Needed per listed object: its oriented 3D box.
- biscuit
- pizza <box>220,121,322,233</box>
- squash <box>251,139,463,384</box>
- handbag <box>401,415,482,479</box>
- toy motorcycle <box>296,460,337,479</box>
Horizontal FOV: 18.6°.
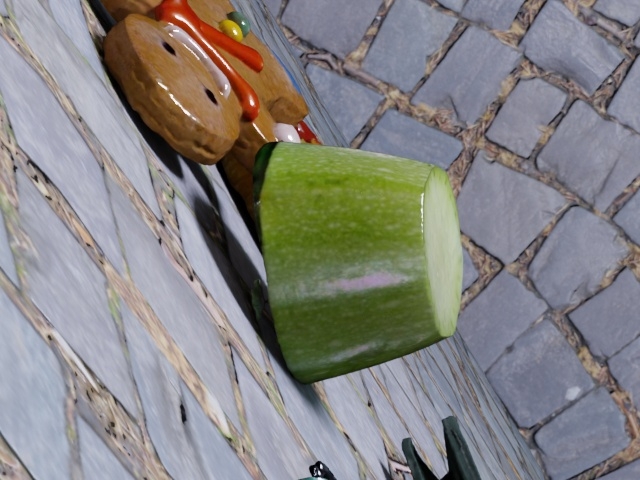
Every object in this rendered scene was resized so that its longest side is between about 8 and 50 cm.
[{"bbox_3d":[-0.082,-0.131,1.414,0.205,0.049,0.324,51,17,-3],"label":"biscuit"},{"bbox_3d":[0.000,0.000,1.595,0.288,0.074,0.251,53,11,-36],"label":"pizza"},{"bbox_3d":[0.024,0.012,1.323,0.170,0.122,0.170,-4,90,-74],"label":"squash"},{"bbox_3d":[0.152,0.282,1.430,0.247,0.079,0.260,57,5,-30],"label":"handbag"},{"bbox_3d":[0.011,0.167,0.892,0.173,0.058,0.100,51,17,-50],"label":"toy motorcycle"}]
